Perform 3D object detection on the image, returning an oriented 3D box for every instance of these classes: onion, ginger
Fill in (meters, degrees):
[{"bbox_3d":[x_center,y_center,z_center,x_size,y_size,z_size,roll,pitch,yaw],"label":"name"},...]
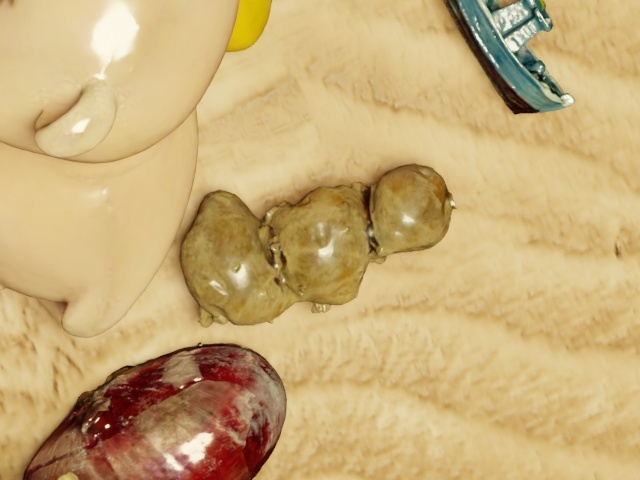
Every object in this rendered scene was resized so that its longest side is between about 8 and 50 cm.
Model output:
[{"bbox_3d":[-0.110,0.162,1.178,0.206,0.098,0.151,-39,97,-2],"label":"onion"},{"bbox_3d":[0.000,0.000,1.183,0.204,0.080,0.104,-13,91,-3],"label":"ginger"}]

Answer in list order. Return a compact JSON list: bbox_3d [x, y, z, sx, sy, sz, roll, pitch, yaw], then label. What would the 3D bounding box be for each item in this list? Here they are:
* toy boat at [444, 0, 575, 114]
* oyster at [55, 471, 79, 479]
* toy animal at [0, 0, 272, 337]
[{"bbox_3d":[0.139,-0.152,1.192,0.061,0.060,0.137,-28,95,19],"label":"toy boat"},{"bbox_3d":[-0.233,0.265,1.097,0.337,0.133,0.198,-28,109,10],"label":"oyster"},{"bbox_3d":[-0.184,-0.128,1.064,0.277,0.247,0.345,24,93,-10],"label":"toy animal"}]
